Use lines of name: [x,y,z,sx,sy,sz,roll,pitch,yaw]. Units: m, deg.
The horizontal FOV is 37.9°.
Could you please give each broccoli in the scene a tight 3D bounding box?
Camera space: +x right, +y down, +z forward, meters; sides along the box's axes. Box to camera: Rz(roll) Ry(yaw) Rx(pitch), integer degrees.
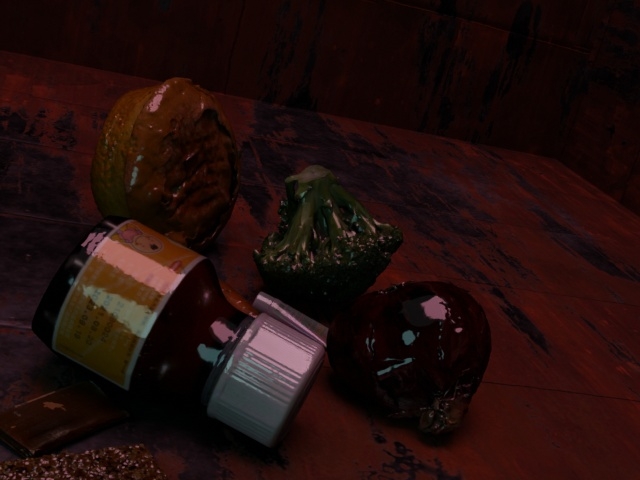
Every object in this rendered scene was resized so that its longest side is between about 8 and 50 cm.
broccoli: [0.000,0.000,1.855,0.307,0.275,0.308,-12,22,5]

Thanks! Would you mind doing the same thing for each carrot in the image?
carrot: [-0.149,0.131,1.685,0.059,0.059,0.248,-5,30,-44]

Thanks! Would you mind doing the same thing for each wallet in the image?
wallet: [-0.353,0.242,1.265,0.095,0.026,0.176,30,25,23]

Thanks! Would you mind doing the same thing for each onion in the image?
onion: [0.144,0.175,1.546,0.280,0.281,0.221,19,-24,11]

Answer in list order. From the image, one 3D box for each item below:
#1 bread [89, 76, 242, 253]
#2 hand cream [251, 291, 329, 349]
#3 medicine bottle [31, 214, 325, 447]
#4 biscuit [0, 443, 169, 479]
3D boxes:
bread: [-0.314,-0.145,1.917,0.204,0.359,0.336,4,-9,33]
hand cream: [-0.044,0.153,1.722,0.174,0.047,0.076,26,20,6]
medicine bottle: [-0.196,0.143,1.368,0.395,0.243,0.242,29,20,2]
biscuit: [-0.294,0.301,1.144,0.230,0.025,0.131,0,25,-36]
